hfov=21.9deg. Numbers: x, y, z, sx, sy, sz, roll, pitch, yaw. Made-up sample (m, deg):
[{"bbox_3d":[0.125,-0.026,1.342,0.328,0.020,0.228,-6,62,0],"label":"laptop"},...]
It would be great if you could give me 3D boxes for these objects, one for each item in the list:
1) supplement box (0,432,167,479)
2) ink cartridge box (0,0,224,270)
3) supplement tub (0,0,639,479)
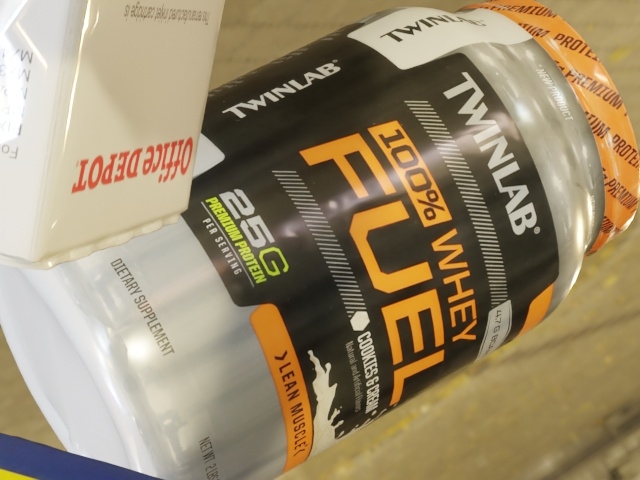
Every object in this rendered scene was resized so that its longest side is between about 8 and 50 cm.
[{"bbox_3d":[-0.148,0.220,0.442,0.356,0.194,0.195,-46,146,-61],"label":"supplement box"},{"bbox_3d":[-0.087,-0.123,0.529,0.172,0.100,0.237,-31,133,-77],"label":"ink cartridge box"},{"bbox_3d":[0.000,0.000,0.867,0.316,0.194,0.193,-29,166,-21],"label":"supplement tub"}]
